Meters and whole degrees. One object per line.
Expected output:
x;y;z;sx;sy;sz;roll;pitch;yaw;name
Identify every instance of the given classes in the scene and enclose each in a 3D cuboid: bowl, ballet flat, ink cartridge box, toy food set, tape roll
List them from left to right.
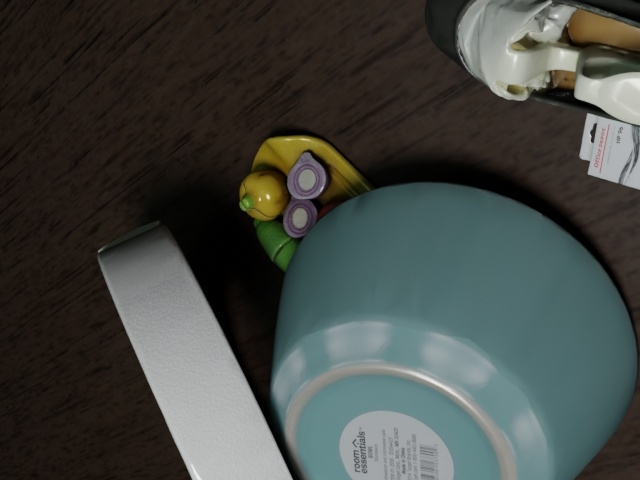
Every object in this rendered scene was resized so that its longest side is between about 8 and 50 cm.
-0.095;0.170;0.931;0.392;0.072;0.392;61;170;19;tape roll
0.000;0.000;0.922;0.218;0.071;0.128;44;131;13;toy food set
0.084;0.125;0.807;0.311;0.163;0.312;10;121;17;bowl
0.178;-0.132;0.703;0.280;0.096;0.095;20;123;30;ballet flat
0.227;-0.067;0.741;0.083;0.028;0.048;20;122;30;ink cartridge box
